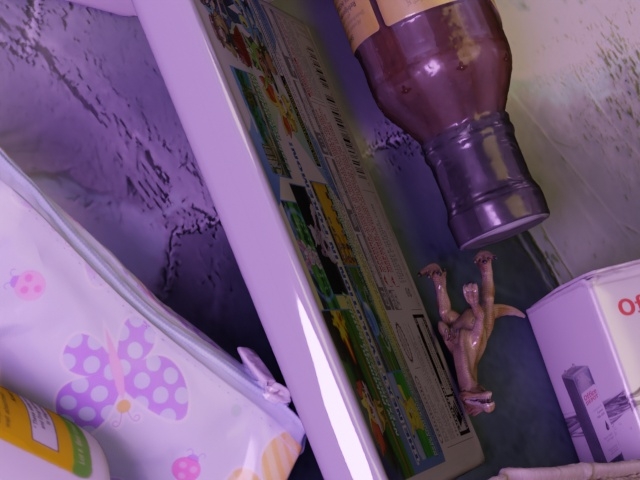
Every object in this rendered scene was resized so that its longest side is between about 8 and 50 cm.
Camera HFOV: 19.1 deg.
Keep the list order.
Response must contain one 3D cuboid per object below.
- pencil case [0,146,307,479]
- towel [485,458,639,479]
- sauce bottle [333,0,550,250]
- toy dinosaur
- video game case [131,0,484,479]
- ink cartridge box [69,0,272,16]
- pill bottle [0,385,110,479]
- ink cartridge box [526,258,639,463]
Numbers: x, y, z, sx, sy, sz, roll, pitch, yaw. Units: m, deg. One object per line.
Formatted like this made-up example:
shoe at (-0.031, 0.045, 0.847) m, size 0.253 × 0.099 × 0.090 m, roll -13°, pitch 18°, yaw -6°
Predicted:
pencil case at (-0.132, 0.055, 1.016) m, size 0.273 × 0.124 × 0.113 m, roll 41°, pitch 45°, yaw -21°
towel at (0.136, 0.234, 1.184) m, size 0.282 × 0.049 × 0.187 m, roll 3°, pitch 104°, yaw -47°
sauce bottle at (0.068, -0.162, 1.354) m, size 0.111 × 0.111 × 0.344 m, roll -10°, pitch 78°, yaw -48°
toy dinosaur at (0.102, 0.057, 1.307) m, size 0.183 × 0.053 × 0.092 m, roll -61°, pitch 142°, yaw -66°
video game case at (0.000, 0.000, 1.147) m, size 0.329 × 0.036 × 0.300 m, roll 68°, pitch 12°, yaw 7°
ink cartridge box at (-0.137, -0.242, 1.110) m, size 0.353 × 0.207 × 0.119 m, roll 11°, pitch 63°, yaw -43°
pill bottle at (-0.231, 0.101, 0.876) m, size 0.246 × 0.136 × 0.136 m, roll 32°, pitch 49°, yaw -30°
ink cartridge box at (0.264, 0.121, 1.381) m, size 0.158 × 0.092 × 0.218 m, roll -12°, pitch 78°, yaw -30°
